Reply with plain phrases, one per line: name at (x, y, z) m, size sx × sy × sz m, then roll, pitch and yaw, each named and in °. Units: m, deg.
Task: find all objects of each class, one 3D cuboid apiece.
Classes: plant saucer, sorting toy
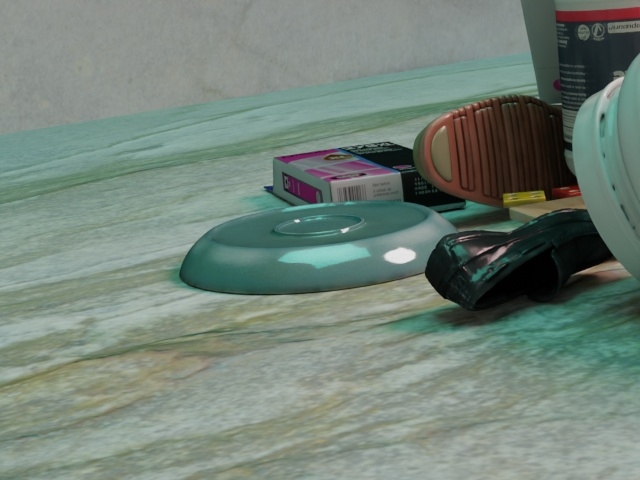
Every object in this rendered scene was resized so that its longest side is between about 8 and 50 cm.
plant saucer at (0.000, 0.000, 1.577) m, size 0.318 × 0.043 × 0.317 m, roll -6°, pitch 12°, yaw 1°
sorting toy at (0.281, -0.015, 1.490) m, size 0.132 × 0.046 × 0.274 m, roll -9°, pitch 12°, yaw -16°

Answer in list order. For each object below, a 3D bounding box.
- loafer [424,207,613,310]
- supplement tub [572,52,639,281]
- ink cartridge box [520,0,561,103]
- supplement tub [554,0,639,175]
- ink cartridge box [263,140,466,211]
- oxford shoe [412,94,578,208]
loafer at (0.198, 0.024, 1.314) m, size 0.223 × 0.076 × 0.078 m, roll -11°, pitch 47°, yaw -34°
supplement tub at (0.398, -0.098, 1.187) m, size 0.325 × 0.235 × 0.235 m, roll -27°, pitch -5°, yaw 41°
ink cartridge box at (0.408, -0.316, 1.741) m, size 0.330 × 0.324 × 0.071 m, roll -2°, pitch 43°, yaw 19°
supplement tub at (0.372, -0.171, 1.642) m, size 0.191 × 0.272 × 0.191 m, roll -6°, pitch 12°, yaw 1°
ink cartridge box at (0.047, -0.084, 1.924) m, size 0.176 × 0.069 × 0.371 m, roll -9°, pitch 10°, yaw -15°
oxford shoe at (0.249, -0.106, 1.781) m, size 0.397 × 0.140 × 0.147 m, roll -3°, pitch 1°, yaw -38°
